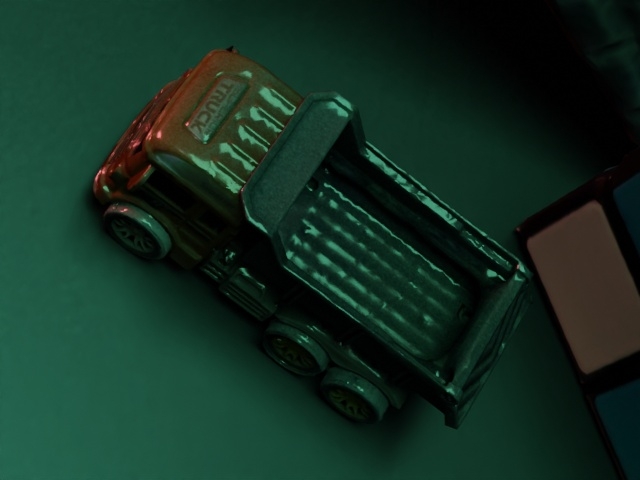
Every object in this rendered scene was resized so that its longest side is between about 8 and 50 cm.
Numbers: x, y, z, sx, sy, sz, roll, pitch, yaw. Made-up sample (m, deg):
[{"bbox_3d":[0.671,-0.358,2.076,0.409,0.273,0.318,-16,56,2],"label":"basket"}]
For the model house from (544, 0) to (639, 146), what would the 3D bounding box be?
[{"bbox_3d":[0.178,-0.231,0.909,0.339,0.297,0.360,-43,127,-8],"label":"model house"}]

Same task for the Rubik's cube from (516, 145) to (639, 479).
[{"bbox_3d":[0.229,0.025,0.894,0.180,0.167,0.183,-20,81,-27],"label":"Rubik's cube"}]

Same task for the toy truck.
[{"bbox_3d":[0.000,0.000,0.842,0.192,0.092,0.083,38,62,-8],"label":"toy truck"}]
